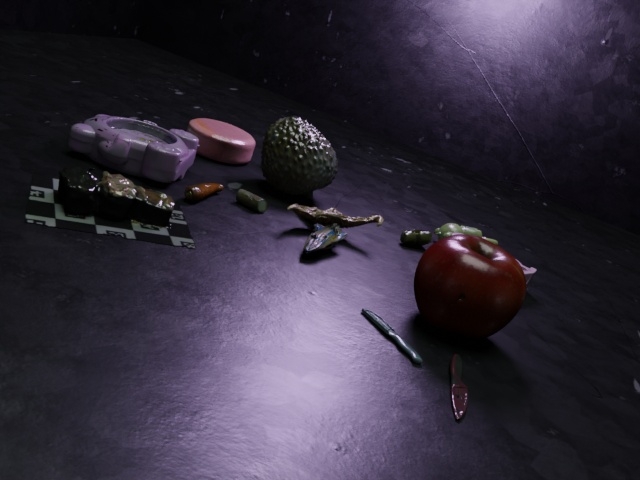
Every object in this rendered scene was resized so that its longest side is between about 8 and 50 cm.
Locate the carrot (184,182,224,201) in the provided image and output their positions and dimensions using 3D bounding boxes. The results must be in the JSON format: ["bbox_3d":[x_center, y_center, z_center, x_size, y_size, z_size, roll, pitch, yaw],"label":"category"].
[{"bbox_3d":[-0.325,-0.139,1.919,0.047,0.047,0.191,24,15,12],"label":"carrot"}]

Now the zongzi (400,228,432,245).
[{"bbox_3d":[0.284,-0.015,2.162,0.104,0.052,0.113,5,10,-22],"label":"zongzi"}]

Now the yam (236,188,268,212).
[{"bbox_3d":[-0.198,-0.114,1.966,0.094,0.043,0.043,26,20,23],"label":"yam"}]

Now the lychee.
[{"bbox_3d":[-0.071,-0.264,2.200,0.255,0.274,0.255,-11,8,2],"label":"lychee"}]

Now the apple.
[{"bbox_3d":[0.346,0.111,1.610,0.260,0.216,0.260,18,20,-7],"label":"apple"}]

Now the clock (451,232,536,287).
[{"bbox_3d":[0.466,0.073,2.039,0.275,0.080,0.290,32,22,34],"label":"clock"}]

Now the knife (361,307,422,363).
[{"bbox_3d":[0.155,0.203,1.481,0.028,0.015,0.210,-1,27,-33],"label":"knife"}]

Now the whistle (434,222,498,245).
[{"bbox_3d":[0.480,-0.006,2.251,0.227,0.085,0.105,10,9,-17],"label":"whistle"}]

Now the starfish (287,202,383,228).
[{"bbox_3d":[0.017,-0.069,1.991,0.299,0.060,0.302,5,4,-19],"label":"starfish"}]

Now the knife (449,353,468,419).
[{"bbox_3d":[0.276,0.291,1.362,0.035,0.018,0.247,23,22,1],"label":"knife"}]

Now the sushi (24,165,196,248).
[{"bbox_3d":[-0.480,-0.113,1.602,0.373,0.100,0.296,10,21,-24],"label":"sushi"}]

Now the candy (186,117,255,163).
[{"bbox_3d":[-0.348,-0.348,2.378,0.255,0.094,0.255,17,19,-6],"label":"candy"}]

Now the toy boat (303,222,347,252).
[{"bbox_3d":[0.000,0.000,1.816,0.084,0.066,0.210,-2,15,24],"label":"toy boat"}]

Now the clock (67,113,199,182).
[{"bbox_3d":[-0.536,-0.275,1.975,0.322,0.113,0.295,18,19,-2],"label":"clock"}]
